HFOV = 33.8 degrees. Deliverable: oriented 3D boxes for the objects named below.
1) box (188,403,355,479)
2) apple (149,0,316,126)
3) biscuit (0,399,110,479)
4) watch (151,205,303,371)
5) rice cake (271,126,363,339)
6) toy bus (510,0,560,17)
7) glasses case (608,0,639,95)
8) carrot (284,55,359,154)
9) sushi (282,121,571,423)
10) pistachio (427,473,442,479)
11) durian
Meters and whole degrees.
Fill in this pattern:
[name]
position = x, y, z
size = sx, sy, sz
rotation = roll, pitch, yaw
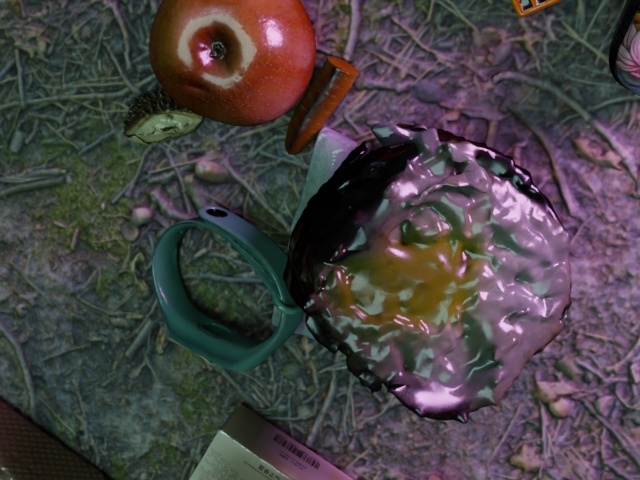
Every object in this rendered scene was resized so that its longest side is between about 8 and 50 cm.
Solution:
[box]
position = -0.076, 0.361, 1.479
size = 0.212, 0.095, 0.168
rotation = 34, 114, 5
[apple]
position = -0.109, -0.234, 1.277
size = 0.201, 0.162, 0.201
rotation = 5, 106, 18
[biscuit]
position = -0.459, 0.338, 1.568
size = 0.426, 0.144, 0.078
rotation = 35, 114, 6
[watch]
position = -0.121, 0.067, 1.396
size = 0.237, 0.068, 0.195
rotation = 26, 112, 29
[rice cake]
position = -0.002, -0.002, 1.372
size = 0.081, 0.051, 0.290
rotation = 22, 113, 20
[toy bus]
position = 0.295, -0.324, 1.166
size = 0.194, 0.083, 0.088
rotation = -21, 108, 25
[glasses case]
position = 0.415, -0.300, 1.114
size = 0.122, 0.082, 0.321
rotation = 12, 114, -28
[carrot]
position = -0.008, -0.167, 1.328
size = 0.048, 0.048, 0.139
rotation = 38, 114, 4
[sushi]
position = 0.117, 0.022, 1.194
size = 0.281, 0.294, 0.299
rotation = 30, 93, -7
[pistachio]
position = 0.167, 0.424, 1.396
size = 0.126, 0.152, 0.223
rotation = -25, 79, 26
[durian]
position = -0.216, -0.169, 1.406
size = 0.130, 0.052, 0.066
rotation = -11, 141, 23
